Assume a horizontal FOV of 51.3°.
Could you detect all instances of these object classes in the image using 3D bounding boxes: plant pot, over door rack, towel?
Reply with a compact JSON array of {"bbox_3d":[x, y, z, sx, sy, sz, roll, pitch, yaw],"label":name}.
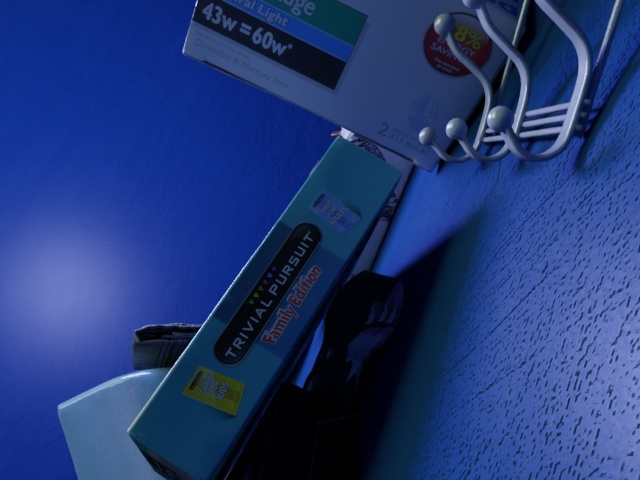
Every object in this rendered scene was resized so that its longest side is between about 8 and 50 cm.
[{"bbox_3d":[-0.264,0.341,1.193,0.252,0.248,0.247,-34,-21,23],"label":"plant pot"},{"bbox_3d":[0.185,-0.221,0.547,0.324,0.108,0.239,-63,6,4],"label":"over door rack"},{"bbox_3d":[-0.195,0.196,1.257,0.324,0.312,0.056,130,139,-65],"label":"towel"}]

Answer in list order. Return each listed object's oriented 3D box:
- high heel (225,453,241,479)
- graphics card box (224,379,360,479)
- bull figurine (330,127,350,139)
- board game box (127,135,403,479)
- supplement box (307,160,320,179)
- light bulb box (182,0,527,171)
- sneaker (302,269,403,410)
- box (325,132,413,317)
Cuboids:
[{"bbox_3d":[-0.141,0.347,0.972,0.261,0.093,0.186,-9,59,62],"label":"high heel"},{"bbox_3d":[-0.088,0.339,0.608,0.371,0.094,0.233,-60,6,25],"label":"graphics card box"},{"bbox_3d":[0.036,-0.179,1.767,0.310,0.101,0.188,-62,8,19],"label":"bull figurine"},{"bbox_3d":[-0.053,0.092,0.688,0.336,0.079,0.254,-57,-6,-26],"label":"board game box"},{"bbox_3d":[0.000,0.000,1.139,0.073,0.130,0.239,134,160,-74],"label":"supplement box"},{"bbox_3d":[0.065,-0.335,0.880,0.361,0.358,0.225,-68,5,-47],"label":"light bulb box"},{"bbox_3d":[0.027,0.113,0.711,0.178,0.072,0.077,-59,-6,-11],"label":"sneaker"},{"bbox_3d":[0.039,-0.026,0.999,0.275,0.113,0.094,-67,7,-18],"label":"box"}]
